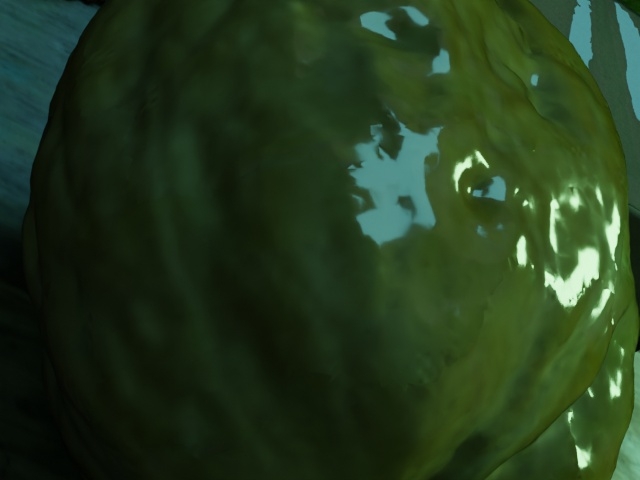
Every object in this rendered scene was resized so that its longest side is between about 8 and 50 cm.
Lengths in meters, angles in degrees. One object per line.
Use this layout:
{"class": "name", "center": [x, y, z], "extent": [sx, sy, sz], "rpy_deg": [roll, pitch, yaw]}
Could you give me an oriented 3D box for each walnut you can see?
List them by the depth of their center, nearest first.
{"class": "walnut", "center": [0.003, -0.002, 0.867], "extent": [0.306, 0.306, 0.344], "rpy_deg": [17, 39, -34]}

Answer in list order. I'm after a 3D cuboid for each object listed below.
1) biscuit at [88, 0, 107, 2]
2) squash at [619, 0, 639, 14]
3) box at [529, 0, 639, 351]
{"class": "biscuit", "center": [-0.161, -0.186, 1.174], "extent": [0.199, 0.034, 0.064], "rpy_deg": [0, 48, -46]}
{"class": "squash", "center": [0.081, -0.201, 1.189], "extent": [0.395, 0.107, 0.107], "rpy_deg": [12, 29, 10]}
{"class": "box", "center": [0.128, -0.055, 1.139], "extent": [0.252, 0.188, 0.153], "rpy_deg": [30, 54, -15]}
